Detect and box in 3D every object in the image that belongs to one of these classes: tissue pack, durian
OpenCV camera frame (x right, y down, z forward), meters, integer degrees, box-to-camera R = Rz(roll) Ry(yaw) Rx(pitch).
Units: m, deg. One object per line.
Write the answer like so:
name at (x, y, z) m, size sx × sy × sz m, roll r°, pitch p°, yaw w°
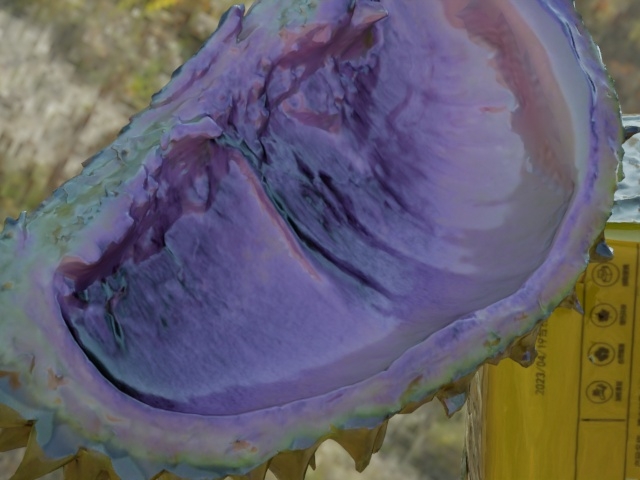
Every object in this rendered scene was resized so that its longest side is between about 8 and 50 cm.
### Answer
tissue pack at (0.258, 0.105, 1.412) m, size 0.293 × 0.382 × 0.228 m, roll -1°, pitch 25°, yaw 0°
durian at (0.000, 0.000, 0.747) m, size 0.191 × 0.112 × 0.341 m, roll 44°, pitch 59°, yaw -4°
